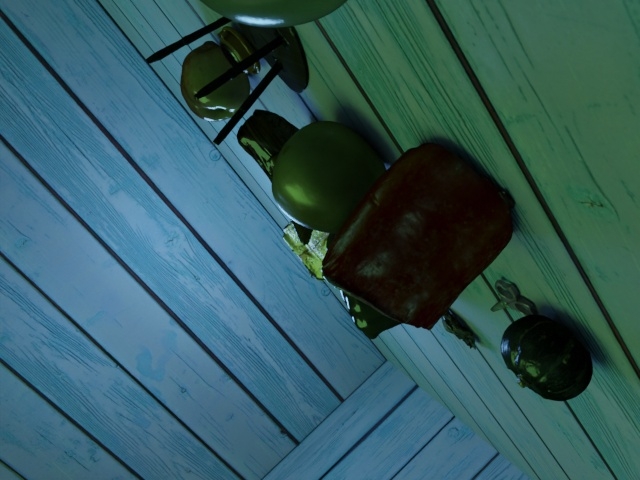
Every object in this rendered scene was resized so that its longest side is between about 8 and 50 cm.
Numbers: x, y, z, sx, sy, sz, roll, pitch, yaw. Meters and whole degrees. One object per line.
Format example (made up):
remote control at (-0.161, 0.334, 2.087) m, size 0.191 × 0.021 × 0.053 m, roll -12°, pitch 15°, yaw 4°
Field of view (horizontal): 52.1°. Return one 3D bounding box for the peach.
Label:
peach at (-0.303, -0.467, 1.885) m, size 0.232 × 0.232 × 0.232 m, roll 47°, pitch 172°, yaw 9°

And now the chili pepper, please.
chili pepper at (0.172, 0.006, 1.181) m, size 0.251 × 0.305 × 0.229 m, roll 39°, pitch 178°, yaw -4°

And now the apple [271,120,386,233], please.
apple at (0.017, -0.138, 1.468) m, size 0.262 × 0.262 × 0.262 m, roll 47°, pitch 172°, yaw 9°

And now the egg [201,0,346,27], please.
egg at (-0.068, -0.394, 0.867) m, size 0.295 × 0.218 × 0.218 m, roll 29°, pitch 163°, yaw 29°

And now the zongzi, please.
zongzi at (-0.096, -0.158, 1.625) m, size 0.285 × 0.289 × 0.134 m, roll 32°, pitch 143°, yaw -20°

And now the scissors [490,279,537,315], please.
scissors at (0.417, 0.140, 1.466) m, size 0.110 × 0.021 × 0.212 m, roll 44°, pitch 171°, yaw 9°

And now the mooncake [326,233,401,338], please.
mooncake at (0.136, 0.103, 1.829) m, size 0.351 × 0.187 × 0.352 m, roll -19°, pitch -90°, yaw -86°

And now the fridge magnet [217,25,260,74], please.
fridge magnet at (-0.208, -0.484, 1.679) m, size 0.143 × 0.063 × 0.143 m, roll 46°, pitch 168°, yaw 13°

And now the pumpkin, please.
pumpkin at (0.449, 0.235, 1.308) m, size 0.190 × 0.146 × 0.190 m, roll 44°, pitch -165°, yaw -14°

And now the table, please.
table at (-0.200, -0.376, 1.485) m, size 0.317 × 0.249 × 0.317 m, roll 47°, pitch 171°, yaw 9°

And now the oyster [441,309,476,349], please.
oyster at (0.412, 0.268, 1.970) m, size 0.165 × 0.053 × 0.108 m, roll 43°, pitch -169°, yaw -8°

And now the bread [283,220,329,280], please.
bread at (0.000, 0.000, 2.426) m, size 0.263 × 0.198 × 0.236 m, roll 50°, pitch 165°, yaw 4°
